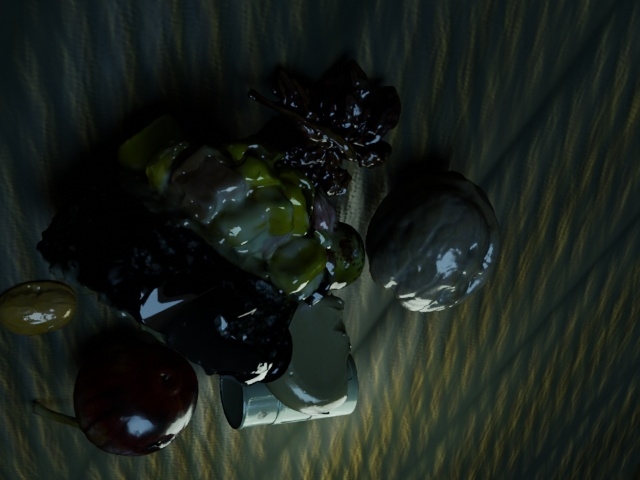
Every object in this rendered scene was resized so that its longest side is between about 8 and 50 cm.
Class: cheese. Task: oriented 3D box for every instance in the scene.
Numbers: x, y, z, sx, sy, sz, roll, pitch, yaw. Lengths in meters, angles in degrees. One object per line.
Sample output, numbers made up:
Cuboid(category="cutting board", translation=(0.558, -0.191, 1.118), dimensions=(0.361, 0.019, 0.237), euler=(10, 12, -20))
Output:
Cuboid(category="cheese", translation=(-0.024, 0.198, 1.628), dimensions=(0.175, 0.203, 0.091), euler=(-9, 174, -26))

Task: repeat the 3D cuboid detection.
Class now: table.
Cuboid(category="table", translation=(-0.057, 0.262, 1.720), dimensions=(0.219, 0.126, 0.126), euler=(-3, 135, -26))

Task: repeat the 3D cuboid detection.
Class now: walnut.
Cuboid(category="walnut", translation=(-0.419, 0.108, 1.430), dimensions=(0.121, 0.052, 0.091), euler=(-8, 134, -22))
Cuboid(category="walnut", translation=(0.178, -0.001, 1.498), dimensions=(0.224, 0.224, 0.224), euler=(-14, 138, -13))

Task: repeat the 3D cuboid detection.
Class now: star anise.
Cuboid(category="star anise", translation=(0.013, -0.143, 1.332), dimensions=(0.220, 0.126, 0.190), euler=(-17, 143, -14))

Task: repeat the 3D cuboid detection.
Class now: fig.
Cuboid(category="fig", translation=(-0.321, 0.277, 1.568), dimensions=(0.249, 0.186, 0.203), euler=(-43, 155, 30))

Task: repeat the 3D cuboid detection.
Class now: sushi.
Cuboid(category="sushi", translation=(-0.167, -0.006, 1.279), dimensions=(0.328, 0.328, 0.285), euler=(36, 82, -38))

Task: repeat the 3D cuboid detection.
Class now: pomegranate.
Cuboid(category="pomegranate", translation=(0.001, 0.010, 1.484), dimensions=(0.138, 0.126, 0.163), euler=(-5, 136, -4))
